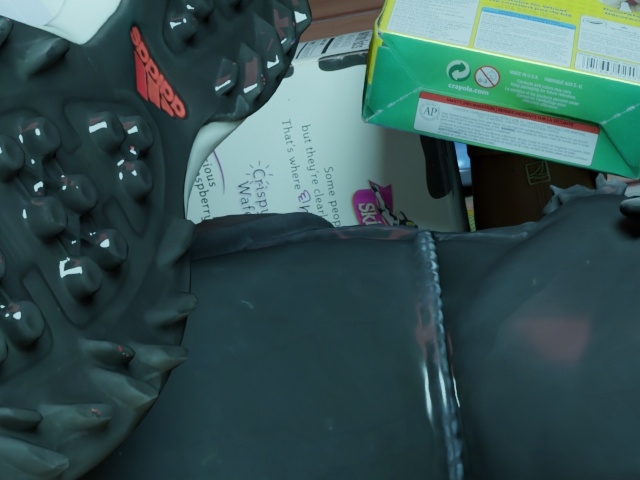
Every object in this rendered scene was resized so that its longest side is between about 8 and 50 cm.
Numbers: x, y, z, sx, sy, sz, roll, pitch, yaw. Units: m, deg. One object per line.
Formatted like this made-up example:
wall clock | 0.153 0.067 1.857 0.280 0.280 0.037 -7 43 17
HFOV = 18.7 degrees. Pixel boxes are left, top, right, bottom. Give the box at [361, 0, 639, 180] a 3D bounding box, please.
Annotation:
box | 0.080 -0.092 0.747 0.105 0.043 0.179 13 34 4

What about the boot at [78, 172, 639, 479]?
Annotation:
boot | 0.122 0.059 0.528 0.445 0.146 0.367 -1 18 23

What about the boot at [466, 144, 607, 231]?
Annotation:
boot | 0.096 -0.033 0.872 0.073 0.152 0.197 -12 13 -1

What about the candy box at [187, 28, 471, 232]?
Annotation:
candy box | -0.054 0.007 0.815 0.233 0.159 0.071 -8 14 8

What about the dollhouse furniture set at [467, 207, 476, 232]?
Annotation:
dollhouse furniture set | 0.022 -0.019 1.087 0.151 0.059 0.076 -1 17 39

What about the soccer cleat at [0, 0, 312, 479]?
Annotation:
soccer cleat | -0.092 -0.018 0.492 0.116 0.109 0.318 -22 22 24

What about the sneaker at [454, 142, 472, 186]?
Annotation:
sneaker | 0.120 -0.089 1.261 0.069 0.082 0.209 0 18 34
